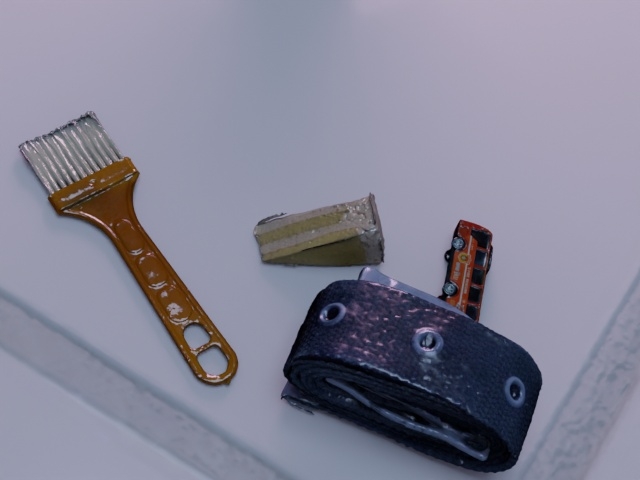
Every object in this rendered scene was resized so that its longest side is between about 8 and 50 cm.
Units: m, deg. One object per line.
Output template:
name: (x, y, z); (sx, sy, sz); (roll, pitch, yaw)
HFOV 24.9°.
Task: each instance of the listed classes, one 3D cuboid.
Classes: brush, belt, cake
brush: (-0.168, 0.009, 1.342); (0.090, 0.017, 0.314); (-29, 68, -19)
belt: (0.087, 0.105, 1.259); (0.218, 0.122, 0.128); (23, 56, 7)
cake: (0.000, 0.000, 1.364); (0.121, 0.065, 0.052); (-12, 60, 11)

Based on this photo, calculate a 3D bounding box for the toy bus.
toy bus: (0.136, 0.035, 1.360); (0.043, 0.031, 0.110); (15, 60, -2)
